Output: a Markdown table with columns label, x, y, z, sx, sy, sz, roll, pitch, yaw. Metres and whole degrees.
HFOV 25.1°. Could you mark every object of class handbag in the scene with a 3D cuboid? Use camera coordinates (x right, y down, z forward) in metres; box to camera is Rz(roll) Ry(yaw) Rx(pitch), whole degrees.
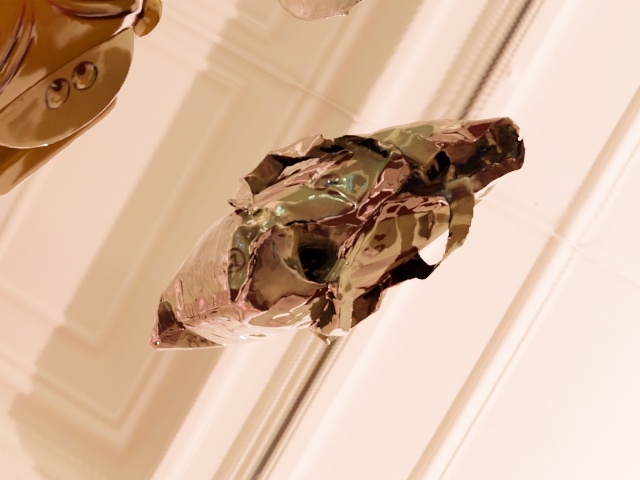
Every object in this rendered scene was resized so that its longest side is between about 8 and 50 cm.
| label | x | y | z | sx | sy | sz | roll | pitch | yaw |
| --- | --- | --- | --- | --- | --- | --- | --- | --- | --- |
| handbag | 0.000 | 0.000 | 0.923 | 0.213 | 0.235 | 0.127 | -35 | -81 | -21 |

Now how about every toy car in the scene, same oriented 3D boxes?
| label | x | y | z | sx | sy | sz | roll | pitch | yaw |
| --- | --- | --- | --- | --- | --- | --- | --- | --- | --- |
| toy car | -0.168 | -0.113 | 0.752 | 0.200 | 0.248 | 0.142 | -40 | -93 | -15 |

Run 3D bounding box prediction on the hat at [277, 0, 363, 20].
| label | x | y | z | sx | sy | sz | roll | pitch | yaw |
| --- | --- | --- | --- | --- | --- | --- | --- | --- | --- |
| hat | -0.017 | -0.290 | 0.980 | 0.130 | 0.257 | 0.257 | 17 | -85 | -32 |
